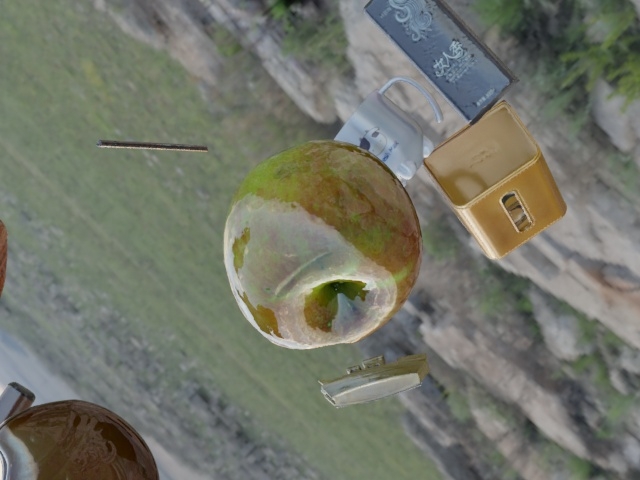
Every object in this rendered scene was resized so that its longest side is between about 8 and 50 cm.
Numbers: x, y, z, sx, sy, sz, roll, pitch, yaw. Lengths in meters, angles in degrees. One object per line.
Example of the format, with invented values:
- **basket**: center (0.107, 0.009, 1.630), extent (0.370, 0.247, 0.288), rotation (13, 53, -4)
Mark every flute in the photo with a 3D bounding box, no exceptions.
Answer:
- **flute**: center (-0.304, -0.173, 1.984), extent (0.014, 0.014, 0.269), rotation (34, -158, 32)

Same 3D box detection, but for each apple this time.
- **apple**: center (0.000, 0.000, 1.326), extent (0.246, 0.246, 0.226), rotation (65, -174, -45)

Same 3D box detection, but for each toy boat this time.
- **toy boat**: center (0.097, 0.248, 1.979), extent (0.072, 0.206, 0.064), rotation (-98, -8, -50)

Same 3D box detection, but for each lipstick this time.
- **lipstick**: center (-0.591, 0.395, 1.787), extent (0.057, 0.357, 0.057), rotation (31, 171, 6)

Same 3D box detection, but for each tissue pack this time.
- **tissue pack**: center (0.331, -0.101, 2.030), extent (0.145, 0.194, 0.274), rotation (62, -170, 31)

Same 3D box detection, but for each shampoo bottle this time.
- **shampoo bottle**: center (0.153, -0.315, 1.605), extent (0.309, 0.098, 0.071), rotation (48, -161, 9)

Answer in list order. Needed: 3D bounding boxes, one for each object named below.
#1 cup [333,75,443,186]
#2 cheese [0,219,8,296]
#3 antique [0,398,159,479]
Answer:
- **cup**: center (0.121, -0.177, 1.839), extent (0.142, 0.173, 0.134), rotation (38, 169, 3)
- **cheese**: center (-0.469, 0.006, 1.366), extent (0.329, 0.129, 0.217), rotation (106, 164, -51)
- **antique**: center (-0.337, 0.350, 1.499), extent (0.278, 0.223, 0.129), rotation (48, 154, 0)
